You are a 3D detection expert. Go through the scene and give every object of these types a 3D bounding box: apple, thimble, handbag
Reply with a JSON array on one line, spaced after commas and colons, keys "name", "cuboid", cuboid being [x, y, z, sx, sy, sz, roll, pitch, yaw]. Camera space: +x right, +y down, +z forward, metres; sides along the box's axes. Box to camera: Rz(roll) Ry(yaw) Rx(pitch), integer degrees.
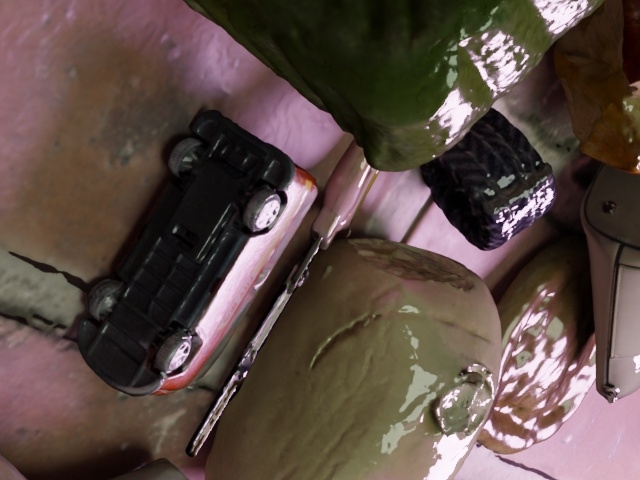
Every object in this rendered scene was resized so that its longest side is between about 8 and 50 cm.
[{"name": "apple", "cuboid": [0.255, -0.134, 1.087, 0.147, 0.156, 0.158, -43, 172, -19]}, {"name": "thimble", "cuboid": [0.117, -0.044, 1.050, 0.066, 0.095, 0.104, -37, 178, -9]}, {"name": "handbag", "cuboid": [0.304, 0.012, 1.313, 0.241, 0.109, 0.315, -55, 157, -23]}]

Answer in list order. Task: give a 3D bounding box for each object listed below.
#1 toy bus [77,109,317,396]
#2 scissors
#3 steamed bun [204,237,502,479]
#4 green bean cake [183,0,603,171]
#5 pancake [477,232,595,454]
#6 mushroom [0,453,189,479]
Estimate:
[{"name": "toy bus", "cuboid": [-0.073, 0.014, 0.888, 0.174, 0.079, 0.077, -59, 155, 6]}, {"name": "scissors", "cuboid": [0.000, 0.000, 0.928, 0.317, 0.024, 0.160, -59, 176, -10]}, {"name": "steamed bun", "cuboid": [0.036, 0.122, 1.034, 0.170, 0.153, 0.238, 14, 105, -52]}, {"name": "green bean cake", "cuboid": [0.049, -0.174, 0.748, 0.248, 0.222, 0.125, -54, 149, 3]}, {"name": "pancake", "cuboid": [0.205, 0.101, 1.311, 0.222, 0.042, 0.236, -35, 142, -32]}, {"name": "mushroom", "cuboid": [-0.152, 0.180, 0.916, 0.278, 0.099, 0.096, 23, 95, -51]}]
